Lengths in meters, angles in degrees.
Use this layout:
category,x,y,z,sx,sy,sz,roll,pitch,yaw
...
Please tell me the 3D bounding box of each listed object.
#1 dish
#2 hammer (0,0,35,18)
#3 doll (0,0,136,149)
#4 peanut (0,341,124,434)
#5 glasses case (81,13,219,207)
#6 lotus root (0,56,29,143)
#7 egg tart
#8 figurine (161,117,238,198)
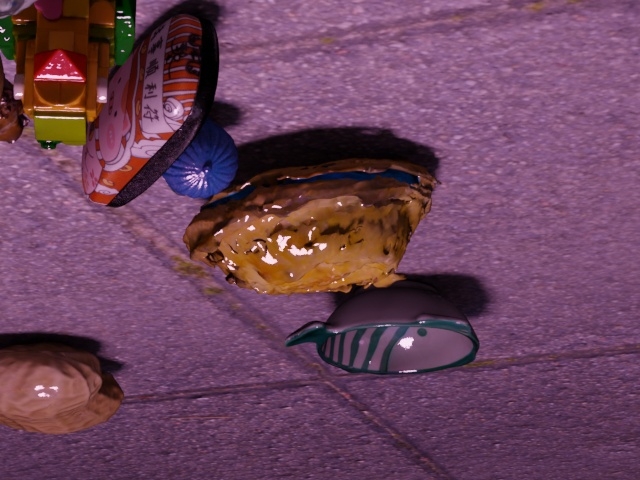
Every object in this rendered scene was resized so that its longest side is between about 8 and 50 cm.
category,x,y,z,sx,sy,sz,roll,pitch,yaw
dish,0.079,0.097,2.218,0.246,0.078,0.224,10,157,-29
hammer,-0.144,-0.259,1.237,0.336,0.118,0.206,-12,158,11
doll,-0.195,-0.158,1.399,0.106,0.186,0.134,3,142,-7
peanut,-0.368,0.198,2.440,0.197,0.110,0.233,-5,157,13
glasses case,-0.153,-0.111,1.624,0.067,0.103,0.267,9,156,-22
lotus root,-0.366,-0.149,1.458,0.169,0.151,0.343,1,170,45
egg tart,0.000,0.000,1.870,0.291,0.107,0.291,-11,167,-2
figurine,-0.124,-0.073,1.763,0.086,0.087,0.149,0,167,-7
